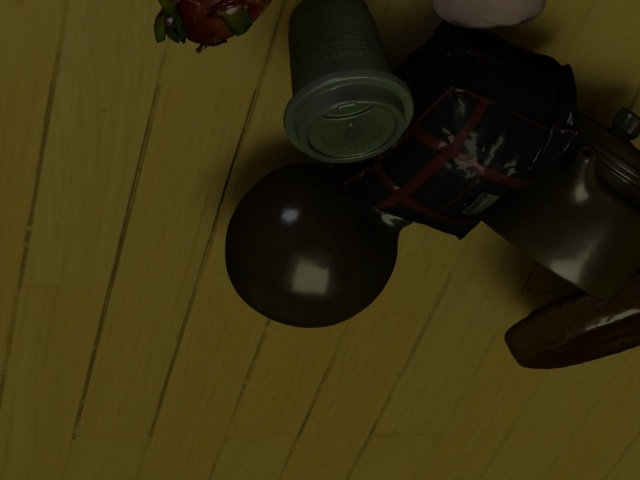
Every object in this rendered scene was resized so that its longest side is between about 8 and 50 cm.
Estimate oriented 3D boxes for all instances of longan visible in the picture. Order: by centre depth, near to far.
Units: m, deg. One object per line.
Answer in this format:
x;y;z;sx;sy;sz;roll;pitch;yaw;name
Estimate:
0.000;0.000;1.807;0.204;0.159;0.185;-23;137;8;longan

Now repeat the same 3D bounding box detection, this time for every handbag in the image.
0.125;-0.105;1.689;0.169;0.155;0.215;20;138;-27;handbag

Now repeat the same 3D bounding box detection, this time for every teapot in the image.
0.276;-0.056;1.805;0.175;0.185;0.267;-54;166;10;teapot

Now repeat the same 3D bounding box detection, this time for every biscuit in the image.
0.373;0.071;2.010;0.314;0.063;0.367;-24;166;18;biscuit

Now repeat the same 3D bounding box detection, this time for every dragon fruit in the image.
-0.086;-0.248;1.474;0.142;0.138;0.175;-37;138;-22;dragon fruit

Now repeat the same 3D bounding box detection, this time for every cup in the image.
0.017;-0.153;1.604;0.120;0.141;0.120;-9;149;-6;cup

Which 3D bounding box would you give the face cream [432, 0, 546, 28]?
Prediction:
0.154;-0.290;1.503;0.107;0.073;0.269;-1;147;0;face cream
